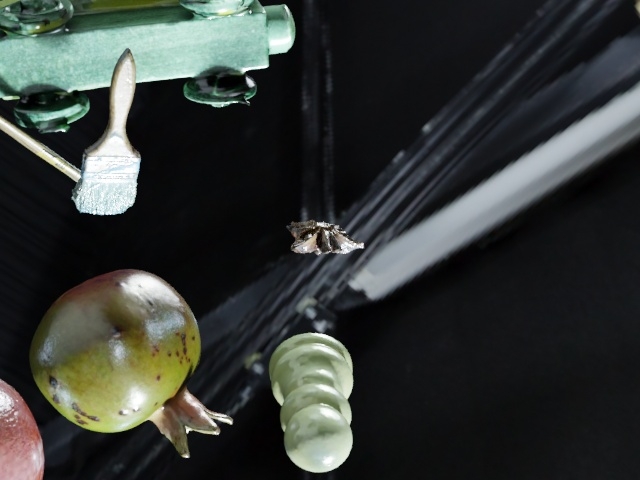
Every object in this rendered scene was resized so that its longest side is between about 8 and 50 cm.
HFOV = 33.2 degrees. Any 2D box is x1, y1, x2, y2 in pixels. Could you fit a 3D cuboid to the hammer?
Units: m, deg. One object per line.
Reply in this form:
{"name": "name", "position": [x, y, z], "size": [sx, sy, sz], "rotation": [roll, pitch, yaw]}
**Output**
{"name": "hammer", "position": [-0.319, -0.099, 1.255], "size": [0.062, 0.182, 0.017], "rotation": [-28, -135, 27]}

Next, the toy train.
{"name": "toy train", "position": [-0.238, -0.258, 1.328], "size": [0.397, 0.160, 0.253], "rotation": [-8, -149, -9]}

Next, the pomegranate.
{"name": "pomegranate", "position": [-0.309, 0.208, 1.723], "size": [0.291, 0.323, 0.291], "rotation": [-26, -168, 6]}

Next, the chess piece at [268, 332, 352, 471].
{"name": "chess piece", "position": [-0.007, 0.273, 1.739], "size": [0.144, 0.144, 0.251], "rotation": [-42, -158, 14]}

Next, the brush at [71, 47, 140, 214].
{"name": "brush", "position": [-0.219, -0.114, 1.140], "size": [0.021, 0.070, 0.196], "rotation": [-125, -138, -51]}

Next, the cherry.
{"name": "cherry", "position": [-0.472, 0.285, 1.401], "size": [0.285, 0.236, 0.213], "rotation": [-41, -176, 41]}

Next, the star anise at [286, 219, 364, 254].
{"name": "star anise", "position": [0.011, 0.000, 1.801], "size": [0.124, 0.129, 0.056], "rotation": [-107, -157, -68]}
